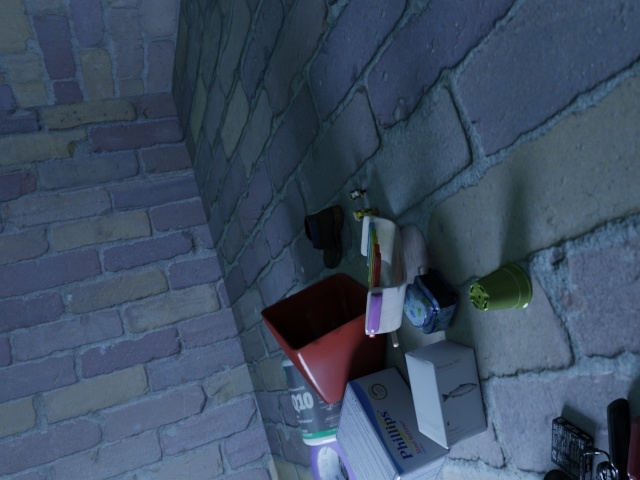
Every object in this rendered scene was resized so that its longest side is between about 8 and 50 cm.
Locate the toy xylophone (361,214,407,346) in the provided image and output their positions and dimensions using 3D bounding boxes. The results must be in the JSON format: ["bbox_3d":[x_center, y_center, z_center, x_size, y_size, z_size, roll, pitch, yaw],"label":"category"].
[{"bbox_3d":[0.135,0.092,1.195,0.323,0.081,0.237,-85,-3,-66],"label":"toy xylophone"}]

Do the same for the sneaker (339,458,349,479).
[{"bbox_3d":[0.094,0.768,1.854,0.058,0.052,0.136,-1,102,64],"label":"sneaker"}]

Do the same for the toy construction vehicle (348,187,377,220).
[{"bbox_3d":[0.107,-0.090,1.357,0.086,0.035,0.098,65,160,0],"label":"toy construction vehicle"}]

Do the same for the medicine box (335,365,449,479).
[{"bbox_3d":[0.172,0.526,1.390,0.290,0.149,0.264,98,150,-41],"label":"medicine box"}]

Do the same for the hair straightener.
[{"bbox_3d":[0.435,0.331,0.789,0.089,0.047,0.231,28,132,62],"label":"hair straightener"}]

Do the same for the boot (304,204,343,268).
[{"bbox_3d":[0.000,0.000,1.562,0.082,0.106,0.219,-128,33,-47],"label":"boot"}]

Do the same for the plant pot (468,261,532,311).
[{"bbox_3d":[0.299,0.087,0.916,0.083,0.079,0.084,45,142,51],"label":"plant pot"}]

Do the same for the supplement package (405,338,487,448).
[{"bbox_3d":[0.258,0.311,1.113,0.105,0.105,0.180,-175,73,-68],"label":"supplement package"}]

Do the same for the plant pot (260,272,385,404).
[{"bbox_3d":[0.029,0.281,1.486,0.267,0.267,0.236,30,142,61],"label":"plant pot"}]

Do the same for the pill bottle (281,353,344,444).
[{"bbox_3d":[-0.005,0.430,1.695,0.204,0.204,0.362,144,111,-67],"label":"pill bottle"}]

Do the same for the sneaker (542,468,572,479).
[{"bbox_3d":[0.383,0.482,0.939,0.106,0.078,0.235,31,134,58],"label":"sneaker"}]

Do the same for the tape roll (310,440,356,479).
[{"bbox_3d":[0.076,0.752,1.760,0.274,0.090,0.275,15,108,54],"label":"tape roll"}]

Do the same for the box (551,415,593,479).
[{"bbox_3d":[0.408,0.341,0.877,0.067,0.018,0.084,-152,52,-62],"label":"box"}]

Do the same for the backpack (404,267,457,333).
[{"bbox_3d":[0.223,0.137,1.128,0.105,0.084,0.114,-122,25,-46],"label":"backpack"}]
